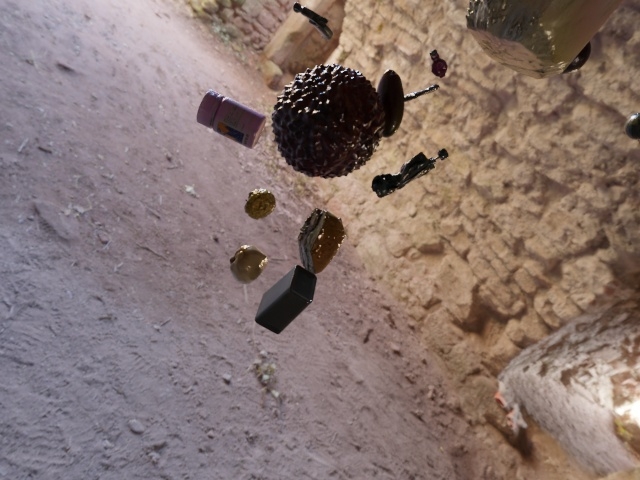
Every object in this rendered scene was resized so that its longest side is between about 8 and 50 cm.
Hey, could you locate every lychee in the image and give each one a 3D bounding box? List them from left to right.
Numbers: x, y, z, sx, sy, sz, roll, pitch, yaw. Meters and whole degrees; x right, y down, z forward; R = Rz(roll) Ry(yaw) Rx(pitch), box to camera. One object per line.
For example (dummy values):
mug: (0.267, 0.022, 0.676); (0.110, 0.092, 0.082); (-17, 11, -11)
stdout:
lychee: (0.017, -0.439, 1.557); (0.424, 0.425, 0.500); (33, -9, -29)

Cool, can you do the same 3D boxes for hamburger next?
hamburger: (0.000, 0.000, 1.780); (0.155, 0.245, 0.282); (52, -12, 53)

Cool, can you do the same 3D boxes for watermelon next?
watermelon: (1.314, -0.457, 1.698); (0.105, 0.105, 0.133); (-75, 151, -64)

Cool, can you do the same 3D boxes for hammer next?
hammer: (-0.005, -0.906, 1.735); (0.159, 0.041, 0.226); (39, 15, 20)

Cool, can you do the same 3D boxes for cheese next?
cheese: (0.612, -0.920, 2.153); (0.145, 0.095, 0.038); (62, -7, -17)

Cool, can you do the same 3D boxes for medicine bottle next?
medicine bottle: (-0.421, -0.575, 1.969); (0.290, 0.178, 0.178); (24, 26, -7)

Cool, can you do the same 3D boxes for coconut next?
coconut: (0.507, -0.562, 0.921); (0.297, 0.309, 0.297); (28, 18, -10)

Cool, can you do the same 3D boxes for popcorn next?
popcorn: (-0.315, -0.190, 2.136); (0.170, 0.180, 0.180); (38, 19, 19)

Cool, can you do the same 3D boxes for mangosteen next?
mangosteen: (0.855, -0.658, 1.426); (0.152, 0.152, 0.152); (38, 24, -20)

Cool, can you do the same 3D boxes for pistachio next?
pistachio: (-0.272, 0.099, 1.579); (0.145, 0.200, 0.117); (-5, 55, -11)

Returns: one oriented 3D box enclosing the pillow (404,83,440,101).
pillow: (0.386, -0.638, 1.846); (0.189, 0.255, 0.034); (-27, 107, -33)

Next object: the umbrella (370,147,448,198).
umbrella: (0.372, -0.291, 1.736); (0.094, 0.349, 0.143); (60, 5, 7)

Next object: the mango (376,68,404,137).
mango: (0.286, -0.563, 1.708); (0.111, 0.268, 0.133); (-9, 14, -35)

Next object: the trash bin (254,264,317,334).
trash bin: (-0.130, 0.226, 1.608); (0.122, 0.240, 0.164); (33, 36, -17)
